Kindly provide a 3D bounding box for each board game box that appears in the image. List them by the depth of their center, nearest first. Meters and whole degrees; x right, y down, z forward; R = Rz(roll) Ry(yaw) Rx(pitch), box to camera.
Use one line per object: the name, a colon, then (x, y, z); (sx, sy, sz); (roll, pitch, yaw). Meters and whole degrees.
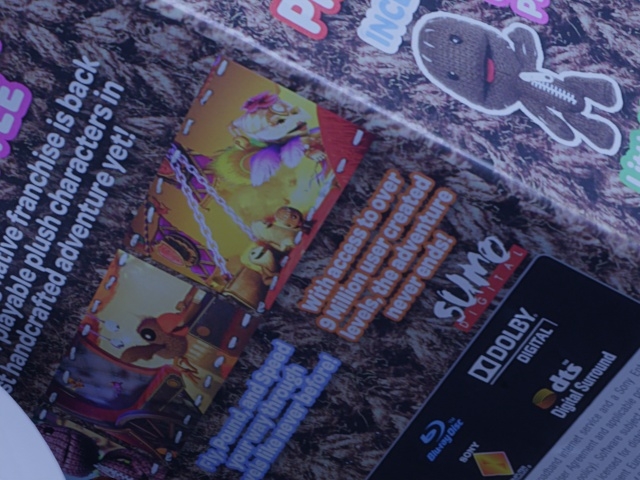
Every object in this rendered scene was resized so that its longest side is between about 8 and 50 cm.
board game box: (0.000, 0.000, 0.580); (0.291, 0.232, 0.141); (27, 45, -5)

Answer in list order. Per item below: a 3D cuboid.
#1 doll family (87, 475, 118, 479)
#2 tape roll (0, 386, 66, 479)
doll family: (-0.011, 0.134, 0.545); (0.193, 0.076, 0.111); (37, 71, -17)
tape roll: (-0.199, 0.076, 0.420); (0.286, 0.100, 0.286); (16, 19, -6)
